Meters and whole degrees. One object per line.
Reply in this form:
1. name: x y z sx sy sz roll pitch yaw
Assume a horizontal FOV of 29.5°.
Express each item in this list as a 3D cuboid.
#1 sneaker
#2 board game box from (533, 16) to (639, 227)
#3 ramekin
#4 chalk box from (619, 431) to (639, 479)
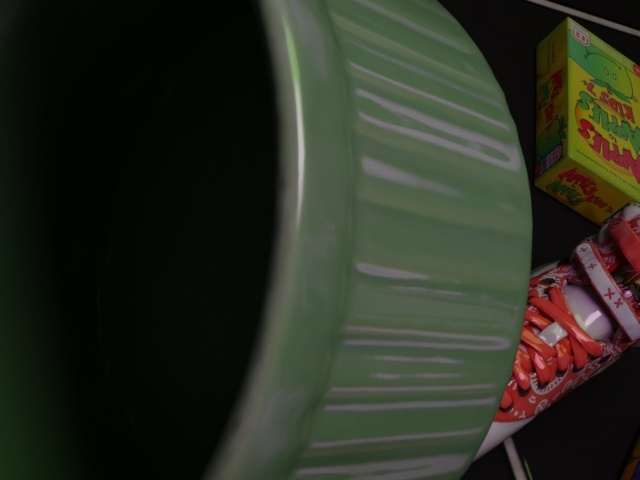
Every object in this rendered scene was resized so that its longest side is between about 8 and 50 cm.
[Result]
1. sneaker: 0.135 0.051 0.728 0.270 0.145 0.090 -19 72 -47
2. board game box: 0.226 -0.096 1.004 0.092 0.043 0.181 30 43 -19
3. ramekin: -0.063 0.004 0.487 0.148 0.303 0.303 9 52 -44
4. chalk box: 0.298 0.178 0.738 0.180 0.179 0.289 46 40 -2
